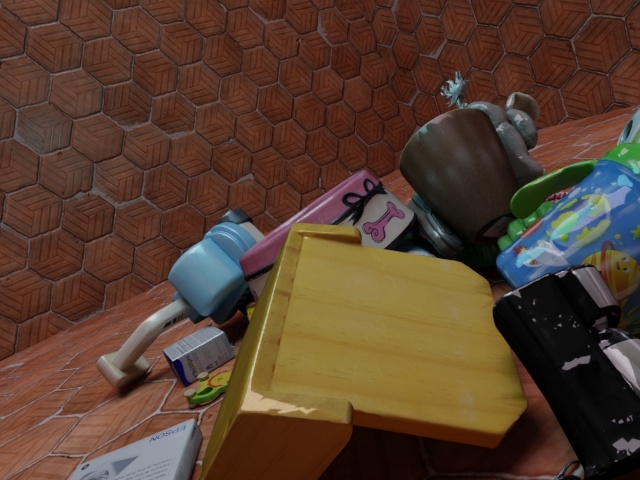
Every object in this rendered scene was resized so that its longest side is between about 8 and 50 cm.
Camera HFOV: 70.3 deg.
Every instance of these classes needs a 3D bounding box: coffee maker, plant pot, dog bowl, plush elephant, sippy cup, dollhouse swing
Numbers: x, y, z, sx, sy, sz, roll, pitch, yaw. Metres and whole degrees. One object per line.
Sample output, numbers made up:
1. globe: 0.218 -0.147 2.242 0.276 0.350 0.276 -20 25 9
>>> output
1. coffee maker: 0.246 0.129 0.447 0.171 0.120 0.178 -14 47 -9
2. plant pot: 0.307 -0.111 0.928 0.215 0.231 0.215 -16 -33 -10
3. dog bowl: 0.000 0.000 0.995 0.407 0.150 0.408 -35 7 5
4. plush elephant: 0.432 -0.246 1.159 0.255 0.331 0.271 -1 -15 -45
5. sippy cup: 0.371 0.032 0.601 0.224 0.240 0.305 -38 2 15
6. dollhouse swing: 0.044 0.183 0.644 0.347 0.304 0.315 -81 15 -56

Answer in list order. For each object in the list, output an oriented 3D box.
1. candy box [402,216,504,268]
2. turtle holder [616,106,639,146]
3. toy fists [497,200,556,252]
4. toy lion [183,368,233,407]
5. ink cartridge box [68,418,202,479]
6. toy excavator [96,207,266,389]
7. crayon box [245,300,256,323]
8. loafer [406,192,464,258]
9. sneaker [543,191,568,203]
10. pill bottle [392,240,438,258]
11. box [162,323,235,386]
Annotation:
1. candy box: 0.366 -0.027 1.148 0.317 0.122 0.268 -13 13 44
2. turtle holder: 0.785 -0.230 1.010 0.227 0.243 0.320 -37 16 16
3. toy fists: 0.447 -0.017 0.774 0.279 0.142 0.096 -28 6 34
4. toy lion: -0.221 0.304 0.952 0.095 0.034 0.100 -11 14 15
5. ink cartridge box: -0.303 0.383 0.682 0.223 0.045 0.224 -22 11 -1
6. toy excavator: -0.351 0.157 1.225 0.445 0.222 0.433 -26 -23 -55
7. crayon box: -0.025 0.155 1.145 0.318 0.081 0.202 -23 11 -10
8. loafer: 0.238 -0.021 1.000 0.084 0.096 0.268 -50 17 19
9. sneaker: 0.534 -0.029 0.878 0.298 0.121 0.112 -5 -18 36
10. pill bottle: 0.182 0.092 0.872 0.146 0.146 0.264 -22 12 0
11. box: -0.299 0.277 1.113 0.137 0.072 0.126 -27 12 -26
